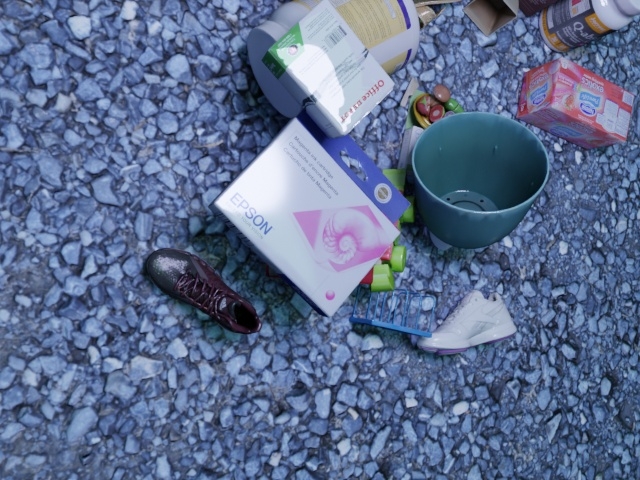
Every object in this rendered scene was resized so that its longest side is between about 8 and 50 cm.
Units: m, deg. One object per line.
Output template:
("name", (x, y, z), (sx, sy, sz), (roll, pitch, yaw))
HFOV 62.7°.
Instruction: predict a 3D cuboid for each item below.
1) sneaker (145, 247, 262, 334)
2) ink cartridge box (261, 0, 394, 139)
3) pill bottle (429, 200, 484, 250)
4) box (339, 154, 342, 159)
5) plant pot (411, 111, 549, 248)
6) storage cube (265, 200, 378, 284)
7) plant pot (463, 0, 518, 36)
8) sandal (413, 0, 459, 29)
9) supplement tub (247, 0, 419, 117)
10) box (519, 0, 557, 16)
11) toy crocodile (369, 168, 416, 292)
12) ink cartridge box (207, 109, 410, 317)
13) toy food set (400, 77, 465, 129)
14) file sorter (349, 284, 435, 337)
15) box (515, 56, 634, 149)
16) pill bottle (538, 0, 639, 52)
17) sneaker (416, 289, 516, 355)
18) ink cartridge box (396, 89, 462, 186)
("sneaker", (-0.231, 0.108, 1.104), (0.281, 0.162, 0.106), (36, 76, -19))
("ink cartridge box", (0.016, -0.320, 1.005), (0.153, 0.087, 0.208), (-44, 104, -9))
("pill bottle", (0.377, -0.042, 1.398), (0.169, 0.094, 0.094), (-29, 100, -20))
("box", (0.003, -0.206, 1.285), (0.083, 0.018, 0.067), (-35, 102, -19))
("plant pot", (0.358, -0.115, 1.246), (0.293, 0.235, 0.292), (-3, 57, 4))
("storage cube", (0.000, 0.000, 1.192), (0.193, 0.184, 0.214), (5, 87, -24))
("plant pot", (0.481, -0.657, 1.452), (0.109, 0.109, 0.096), (39, 63, -18))
("sandal", (0.253, -0.595, 1.380), (0.240, 0.088, 0.079), (-10, 124, -16))
("supplement tub", (0.029, -0.439, 1.181), (0.331, 0.241, 0.241), (-33, 101, -20))
("box", (0.634, -0.771, 1.459), (0.167, 0.203, 0.168), (39, 76, -18))
("toy crocodile", (0.159, -0.031, 1.263), (0.115, 0.105, 0.340), (7, 66, 16))
("ink cartridge box", (0.004, -0.073, 1.059), (0.324, 0.071, 0.330), (45, 74, -16))
("toy food set", (0.314, -0.336, 1.352), (0.218, 0.071, 0.128), (39, 57, -7))
("file sorter", (0.180, 0.170, 1.302), (0.170, 0.118, 0.104), (15, 79, -22))
("box", (0.741, -0.389, 1.529), (0.300, 0.142, 0.154), (15, 83, -21))
("pill bottle", (0.771, -0.650, 1.473), (0.162, 0.278, 0.162), (0, 89, -22))
("sneaker", (0.376, 0.218, 1.401), (0.305, 0.114, 0.152), (-9, 79, -27))
("ink cartridge box", (0.304, -0.274, 1.395), (0.171, 0.056, 0.235), (13, 86, -21))
